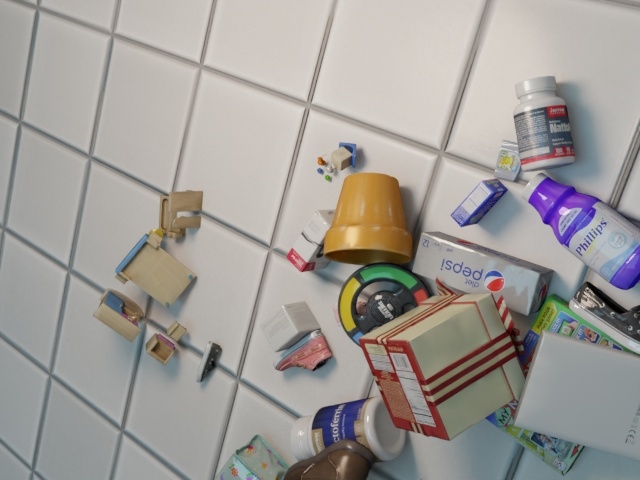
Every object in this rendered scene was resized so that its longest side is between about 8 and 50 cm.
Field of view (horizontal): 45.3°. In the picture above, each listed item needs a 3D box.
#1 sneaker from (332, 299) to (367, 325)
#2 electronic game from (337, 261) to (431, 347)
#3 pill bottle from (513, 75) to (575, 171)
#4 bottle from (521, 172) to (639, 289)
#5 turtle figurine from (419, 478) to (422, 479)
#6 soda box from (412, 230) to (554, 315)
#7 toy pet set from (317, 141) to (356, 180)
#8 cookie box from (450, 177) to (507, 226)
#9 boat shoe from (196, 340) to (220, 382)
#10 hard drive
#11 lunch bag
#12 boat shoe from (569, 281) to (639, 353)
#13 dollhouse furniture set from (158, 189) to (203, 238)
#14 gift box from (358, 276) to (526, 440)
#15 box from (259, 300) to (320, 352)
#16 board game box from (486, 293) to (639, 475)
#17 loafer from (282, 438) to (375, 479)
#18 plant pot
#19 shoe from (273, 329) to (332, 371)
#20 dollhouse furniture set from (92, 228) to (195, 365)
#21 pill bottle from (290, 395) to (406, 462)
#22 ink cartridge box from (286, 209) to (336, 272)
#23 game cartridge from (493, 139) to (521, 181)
[{"bbox_3d":[0.083,0.162,1.895,0.134,0.051,0.070,-25,85,39],"label":"sneaker"},{"bbox_3d":[0.152,0.163,1.808,0.229,0.048,0.229,3,103,15],"label":"electronic game"},{"bbox_3d":[0.450,-0.236,1.558,0.108,0.108,0.180,-10,89,36],"label":"pill bottle"},{"bbox_3d":[0.531,-0.028,1.528,0.283,0.092,0.118,44,118,24],"label":"bottle"},{"bbox_3d":[0.115,0.730,1.836,0.274,0.197,0.266,-17,85,39],"label":"turtle figurine"},{"bbox_3d":[0.349,0.067,1.669,0.286,0.091,0.098,20,104,32],"label":"soda box"},{"bbox_3d":[0.055,-0.189,1.892,0.122,0.065,0.114,44,152,28],"label":"toy pet set"},{"bbox_3d":[0.344,-0.082,1.659,0.040,0.092,0.107,49,119,18],"label":"cookie box"},{"bbox_3d":[-0.326,0.355,2.213,0.040,0.049,0.142,18,115,-6],"label":"boat shoe"},{"bbox_3d":[0.555,0.309,1.491,0.307,0.040,0.203,15,104,6],"label":"hard drive"},{"bbox_3d":[-0.161,0.701,2.060,0.262,0.160,0.223,41,113,13],"label":"lunch bag"},{"bbox_3d":[0.604,0.156,1.508,0.228,0.080,0.076,36,116,36],"label":"boat shoe"},{"bbox_3d":[-0.440,-0.078,2.205,0.151,0.123,0.144,11,100,35],"label":"dollhouse furniture set"},{"bbox_3d":[0.265,0.232,1.600,0.255,0.258,0.276,-2,109,63],"label":"gift box"},{"bbox_3d":[-0.079,0.223,1.986,0.101,0.102,0.087,-42,68,30],"label":"box"},{"bbox_3d":[0.501,0.302,1.610,0.213,0.046,0.317,34,113,28],"label":"board game box"},{"bbox_3d":[-0.010,0.591,1.810,0.133,0.130,0.366,32,134,-4],"label":"loafer"},{"bbox_3d":[0.114,-0.051,1.779,0.205,0.205,0.188,-6,75,36],"label":"plant pot"},{"bbox_3d":[-0.047,0.313,1.994,0.178,0.063,0.081,-40,67,27],"label":"shoe"},{"bbox_3d":[-0.483,0.149,2.289,0.286,0.198,0.303,38,92,-15],"label":"dollhouse furniture set"},{"bbox_3d":[0.063,0.475,1.876,0.264,0.153,0.153,-21,82,35],"label":"pill bottle"},{"bbox_3d":[0.000,0.000,1.903,0.063,0.109,0.150,46,118,24],"label":"ink cartridge box"},{"bbox_3d":[0.409,-0.171,1.651,0.056,0.017,0.083,18,105,30],"label":"game cartridge"}]
